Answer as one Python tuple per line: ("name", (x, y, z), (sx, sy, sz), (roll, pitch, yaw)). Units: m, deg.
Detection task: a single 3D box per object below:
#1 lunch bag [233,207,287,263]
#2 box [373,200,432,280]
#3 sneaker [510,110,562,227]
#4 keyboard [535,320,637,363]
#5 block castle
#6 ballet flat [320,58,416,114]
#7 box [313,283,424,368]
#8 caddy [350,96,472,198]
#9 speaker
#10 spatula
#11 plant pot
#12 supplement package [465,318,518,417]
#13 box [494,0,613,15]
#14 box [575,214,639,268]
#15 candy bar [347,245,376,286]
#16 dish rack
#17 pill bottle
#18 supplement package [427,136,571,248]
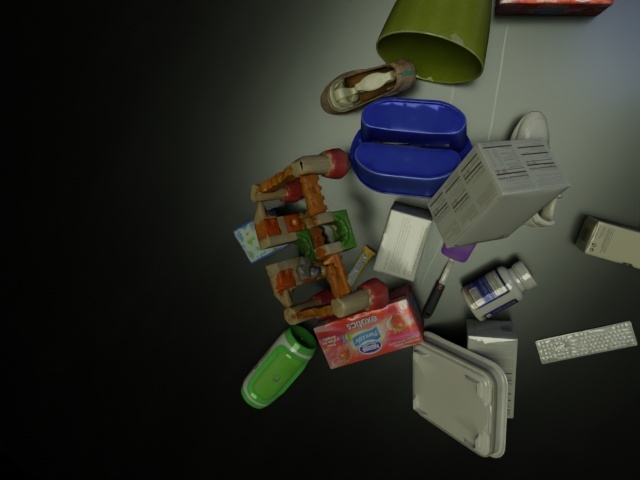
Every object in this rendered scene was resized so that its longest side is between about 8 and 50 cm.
("lunch bag", (-0.186, -0.013, 1.492), (0.151, 0.096, 0.129), (-29, 94, 9))
("box", (0.237, -0.004, 1.340), (0.119, 0.182, 0.181), (17, 106, 8))
("sneaker", (0.575, -0.181, 1.225), (0.114, 0.152, 0.305), (-11, 107, -18))
("keyboard", (0.763, 0.296, 1.357), (0.256, 0.014, 0.072), (-18, 97, 17))
("block castle", (0.000, 0.000, 1.329), (0.303, 0.212, 0.453), (-22, 84, 49))
("ballet flat", (0.101, -0.413, 1.270), (0.316, 0.106, 0.108), (-11, 105, 40))
("box", (0.152, 0.261, 1.436), (0.299, 0.154, 0.142), (-21, 96, 16))
("caddy", (0.245, -0.247, 1.291), (0.341, 0.179, 0.241), (8, 82, 13))
("speaker", (-0.140, 0.421, 1.559), (0.131, 0.131, 0.296), (39, 108, 4))
("spatula", (0.371, 0.108, 1.408), (0.084, 0.030, 0.297), (24, 107, 9))
("plant pot", (0.311, -0.590, 1.174), (0.274, 0.275, 0.294), (17, 91, 10))
("supplement package", (0.494, 0.370, 1.377), (0.133, 0.139, 0.244), (1, 103, 15))
("box", (0.570, -0.630, 1.147), (0.256, 0.122, 0.128), (6, 103, 13))
("box", (0.833, 0.021, 1.229), (0.275, 0.113, 0.094), (18, 106, 11))
("candy bar", (0.116, 0.091, 1.478), (0.040, 0.018, 0.161), (34, 107, 6))
("dish rack", (0.374, 0.440, 1.349), (0.333, 0.072, 0.286), (17, 112, 56))
("pill bottle", (0.508, 0.139, 1.337), (0.186, 0.112, 0.112), (-33, 92, 18))
("supplement package", (0.433, -0.113, 1.176), (0.204, 0.262, 0.145), (-9, 66, -20))
